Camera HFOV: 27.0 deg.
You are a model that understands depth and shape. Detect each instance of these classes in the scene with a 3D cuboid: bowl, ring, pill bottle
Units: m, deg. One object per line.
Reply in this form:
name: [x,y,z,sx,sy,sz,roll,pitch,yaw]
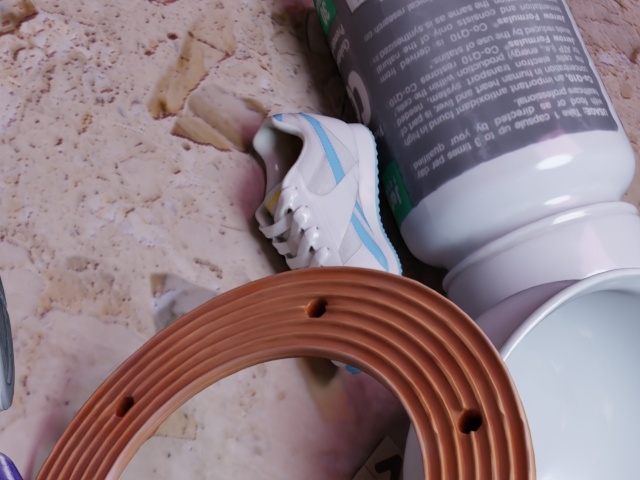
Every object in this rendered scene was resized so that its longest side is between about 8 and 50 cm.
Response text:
bowl: [0.163,0.153,0.982,0.298,0.134,0.298,-10,107,-34]
ring: [-0.037,0.161,0.726,0.032,0.337,0.336,50,36,-42]
pill bottle: [0.140,-0.102,1.129,0.204,0.204,0.361,-3,65,-43]

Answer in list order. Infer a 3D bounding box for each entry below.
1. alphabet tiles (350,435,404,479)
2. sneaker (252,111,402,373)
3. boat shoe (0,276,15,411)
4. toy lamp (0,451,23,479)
alphabet tiles: [0.099,0.268,0.996,0.237,0.009,0.198,50,42,-5]
sneaker: [0.000,0.000,1.036,0.092,0.087,0.228,11,50,-29]
boat shoe: [-0.272,-0.034,0.800,0.103,0.118,0.320,-24,82,-10]
toy lamp: [-0.168,0.227,0.690,0.080,0.080,0.274,18,35,-33]
